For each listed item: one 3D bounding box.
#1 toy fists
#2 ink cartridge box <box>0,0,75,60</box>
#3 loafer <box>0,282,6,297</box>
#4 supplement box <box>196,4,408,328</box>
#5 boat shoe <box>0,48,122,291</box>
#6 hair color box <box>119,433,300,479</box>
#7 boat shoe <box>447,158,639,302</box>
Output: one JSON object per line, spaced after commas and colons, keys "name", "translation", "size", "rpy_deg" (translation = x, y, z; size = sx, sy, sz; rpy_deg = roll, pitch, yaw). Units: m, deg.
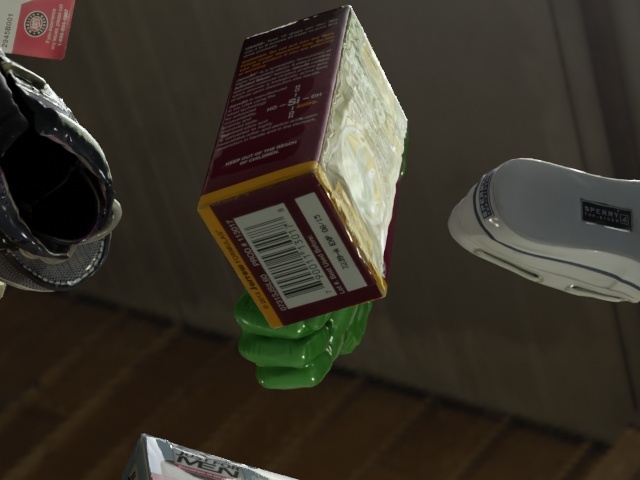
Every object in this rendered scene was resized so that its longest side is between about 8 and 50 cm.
{"name": "toy fists", "translation": [0.000, 0.000, 1.541], "size": [0.096, 0.279, 0.142], "rpy_deg": [23, -160, 29]}
{"name": "ink cartridge box", "translation": [-0.318, -0.255, 1.515], "size": [0.217, 0.159, 0.092], "rpy_deg": [7, -152, -17]}
{"name": "loafer", "translation": [-0.365, 0.042, 1.749], "size": [0.102, 0.092, 0.268], "rpy_deg": [-43, -167, 8]}
{"name": "supplement box", "translation": [-0.006, -0.049, 1.100], "size": [0.080, 0.104, 0.188], "rpy_deg": [-16, -146, 20]}
{"name": "boat shoe", "translation": [-0.204, -0.022, 1.260], "size": [0.127, 0.340, 0.158], "rpy_deg": [-43, -120, -7]}
{"name": "hair color box", "translation": [-0.108, 0.341, 1.272], "size": [0.185, 0.374, 0.113], "rpy_deg": [18, -159, -17]}
{"name": "boat shoe", "translation": [0.220, 0.001, 1.351], "size": [0.084, 0.258, 0.095], "rpy_deg": [-34, -139, 57]}
